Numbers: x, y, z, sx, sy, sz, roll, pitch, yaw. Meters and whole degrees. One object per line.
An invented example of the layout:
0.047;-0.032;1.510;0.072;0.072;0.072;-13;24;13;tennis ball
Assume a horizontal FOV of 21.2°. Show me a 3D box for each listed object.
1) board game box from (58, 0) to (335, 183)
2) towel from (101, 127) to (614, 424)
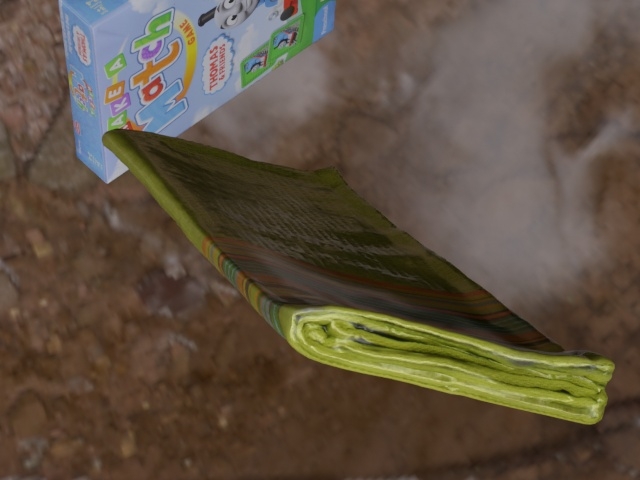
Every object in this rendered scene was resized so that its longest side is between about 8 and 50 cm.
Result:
-0.074;-0.149;1.125;0.211;0.039;0.160;-36;155;-24;board game box
0.000;0.000;0.565;0.102;0.237;0.021;15;100;-23;towel
